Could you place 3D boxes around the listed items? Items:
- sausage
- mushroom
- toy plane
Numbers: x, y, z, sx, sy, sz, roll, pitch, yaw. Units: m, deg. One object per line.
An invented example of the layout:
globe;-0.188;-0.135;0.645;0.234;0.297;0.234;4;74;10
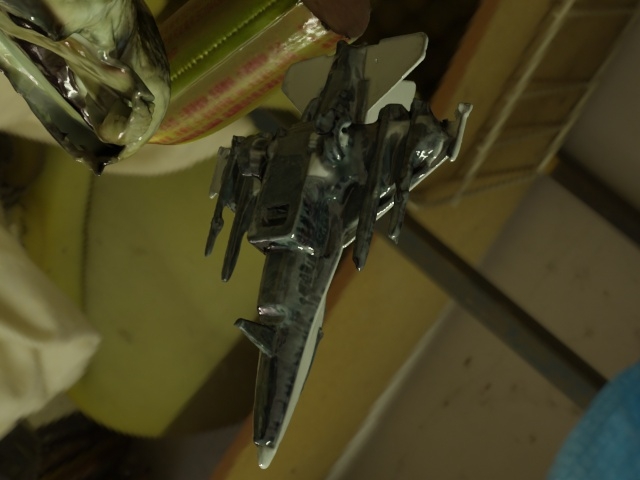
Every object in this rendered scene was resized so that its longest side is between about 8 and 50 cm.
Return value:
sausage;-0.099;-0.160;1.171;0.317;0.117;0.125;-33;-156;32
mushroom;-0.180;-0.167;0.877;0.130;0.247;0.344;-47;161;-8
toy plane;-0.007;-0.014;0.604;0.082;0.160;0.234;48;50;-36
